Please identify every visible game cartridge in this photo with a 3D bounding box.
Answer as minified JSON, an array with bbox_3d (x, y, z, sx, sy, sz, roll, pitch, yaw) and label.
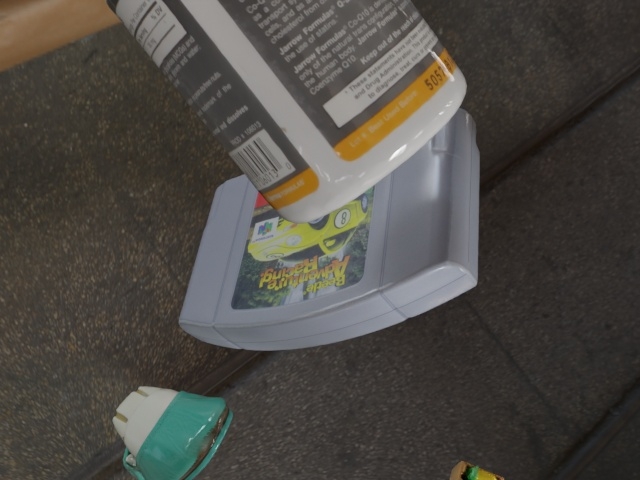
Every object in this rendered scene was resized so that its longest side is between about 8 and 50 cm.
[{"bbox_3d":[0.000,0.000,0.655,0.060,0.294,0.196,41,45,-43],"label":"game cartridge"}]

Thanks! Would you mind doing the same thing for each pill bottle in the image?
[{"bbox_3d":[-0.043,-0.161,0.475,0.162,0.162,0.278,-44,102,-25],"label":"pill bottle"}]

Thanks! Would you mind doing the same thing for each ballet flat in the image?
[{"bbox_3d":[-0.140,0.171,0.623,0.087,0.247,0.083,34,62,0],"label":"ballet flat"}]

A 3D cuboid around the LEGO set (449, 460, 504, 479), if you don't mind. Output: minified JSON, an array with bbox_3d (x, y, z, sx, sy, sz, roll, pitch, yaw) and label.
[{"bbox_3d":[0.040,0.263,0.471,0.287,0.107,0.132,-39,48,-13],"label":"LEGO set"}]
